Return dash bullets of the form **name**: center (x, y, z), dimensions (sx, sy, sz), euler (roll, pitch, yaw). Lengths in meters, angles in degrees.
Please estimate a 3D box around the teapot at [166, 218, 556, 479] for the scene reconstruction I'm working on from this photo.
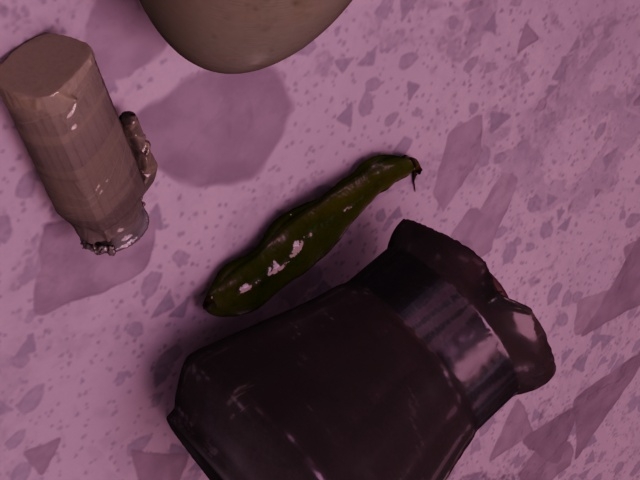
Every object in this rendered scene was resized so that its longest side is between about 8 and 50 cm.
- **teapot**: center (0.045, 0.170, 1.462), dimensions (0.361, 0.306, 0.376), euler (-39, 180, -13)

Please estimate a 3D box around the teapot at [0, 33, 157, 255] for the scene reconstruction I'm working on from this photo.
- **teapot**: center (-0.200, -0.088, 1.176), dimensions (0.107, 0.077, 0.200), euler (-54, 147, -31)

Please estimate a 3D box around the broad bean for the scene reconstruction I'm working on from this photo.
- **broad bean**: center (0.000, -0.008, 1.453), dimensions (0.318, 0.056, 0.098), euler (-31, 142, -27)

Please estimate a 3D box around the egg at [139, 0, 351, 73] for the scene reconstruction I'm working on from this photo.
- **egg**: center (-0.055, -0.258, 1.070), dimensions (0.218, 0.218, 0.295), euler (-18, 142, -36)
